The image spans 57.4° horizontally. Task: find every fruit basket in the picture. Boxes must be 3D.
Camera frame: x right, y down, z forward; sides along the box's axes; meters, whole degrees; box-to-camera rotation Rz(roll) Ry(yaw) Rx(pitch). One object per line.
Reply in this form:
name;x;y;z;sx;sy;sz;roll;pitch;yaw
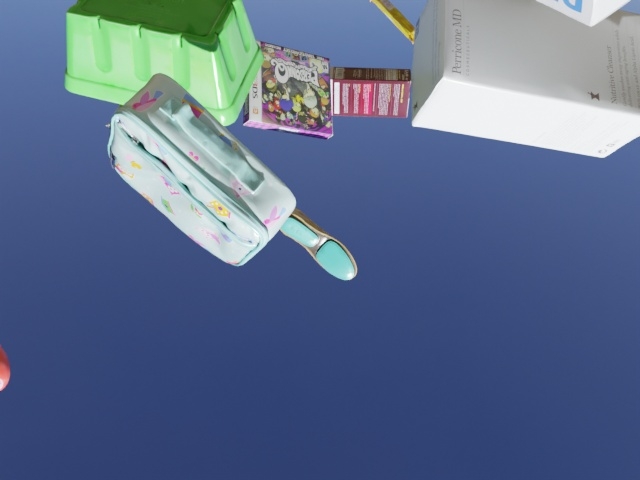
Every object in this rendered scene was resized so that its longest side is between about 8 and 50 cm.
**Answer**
fruit basket;-0.326;-0.331;1.233;0.391;0.392;0.283;12;-124;7

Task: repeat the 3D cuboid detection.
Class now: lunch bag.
lunch bag;-0.178;-0.092;0.835;0.279;0.224;0.108;41;-112;-8

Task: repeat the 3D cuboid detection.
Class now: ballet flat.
ballet flat;0.000;0.000;1.384;0.232;0.080;0.073;42;-156;-15

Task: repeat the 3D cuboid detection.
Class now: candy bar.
candy bar;0.177;-0.526;1.376;0.040;0.018;0.161;-35;-102;-28

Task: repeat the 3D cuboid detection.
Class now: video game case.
video game case;-0.079;-0.367;1.429;0.231;0.211;0.041;5;168;-30

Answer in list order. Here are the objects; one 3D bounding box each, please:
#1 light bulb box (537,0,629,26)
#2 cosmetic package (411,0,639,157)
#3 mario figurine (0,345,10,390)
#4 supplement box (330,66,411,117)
light bulb box;0.197;-0.453;0.510;0.225;0.361;0.358;-34;-129;-8
cosmetic package;0.359;-0.293;1.009;0.384;0.156;0.218;6;-109;-11
mario figurine;-0.665;0.201;0.919;0.320;0.170;0.198;19;163;-32
supplement box;0.143;-0.440;1.735;0.239;0.130;0.073;3;-132;3
